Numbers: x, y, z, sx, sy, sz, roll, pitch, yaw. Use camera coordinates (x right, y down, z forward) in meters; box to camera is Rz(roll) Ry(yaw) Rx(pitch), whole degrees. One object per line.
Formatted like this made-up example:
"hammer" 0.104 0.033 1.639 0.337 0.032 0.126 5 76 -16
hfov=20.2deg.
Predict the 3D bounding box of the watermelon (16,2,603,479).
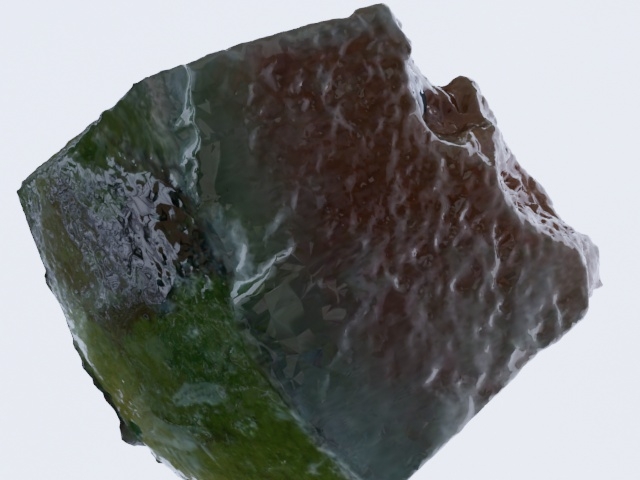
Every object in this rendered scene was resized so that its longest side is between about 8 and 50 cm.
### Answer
"watermelon" -0.003 0.004 1.007 0.302 0.151 0.264 -32 -82 -6
